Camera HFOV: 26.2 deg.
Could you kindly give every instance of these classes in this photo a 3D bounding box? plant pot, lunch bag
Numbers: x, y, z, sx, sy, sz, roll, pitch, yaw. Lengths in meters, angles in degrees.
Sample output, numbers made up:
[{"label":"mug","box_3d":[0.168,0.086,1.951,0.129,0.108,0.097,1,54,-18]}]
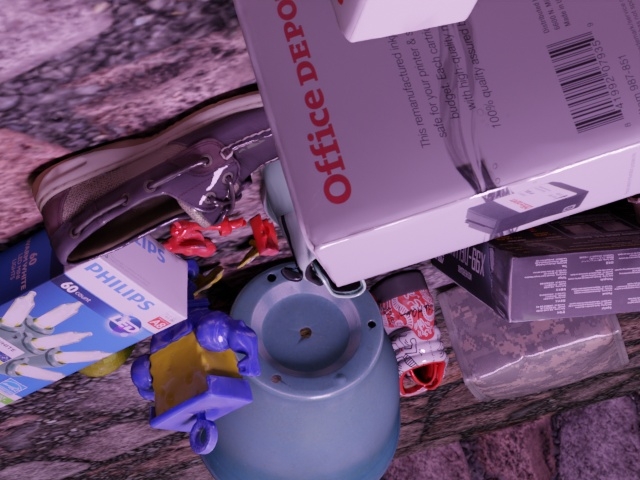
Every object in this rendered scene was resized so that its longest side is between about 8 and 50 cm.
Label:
[{"label":"plant pot","box_3d":[-0.023,0.165,1.683,0.271,0.272,0.255,-13,151,-11]},{"label":"lunch bag","box_3d":[0.320,0.138,2.021,0.235,0.169,0.287,-19,157,8]}]

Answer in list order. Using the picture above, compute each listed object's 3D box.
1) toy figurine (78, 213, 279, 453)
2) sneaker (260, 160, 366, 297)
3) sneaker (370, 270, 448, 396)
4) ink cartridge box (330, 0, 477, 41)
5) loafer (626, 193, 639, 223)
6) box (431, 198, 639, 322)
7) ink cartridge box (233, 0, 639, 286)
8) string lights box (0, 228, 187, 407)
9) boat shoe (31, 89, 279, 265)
[{"label":"toy figurine","box_3d":[-0.183,0.140,1.513,0.362,0.217,0.191,-30,157,34]},{"label":"sneaker","box_3d":[-0.001,0.000,1.367,0.094,0.151,0.256,-19,163,4]},{"label":"sneaker","box_3d":[0.094,0.156,1.910,0.090,0.145,0.270,-9,161,-22]},{"label":"ink cartridge box","box_3d":[0.050,-0.226,0.757,0.086,0.148,0.203,-13,163,-16]},{"label":"loafer","box_3d":[0.414,-0.145,1.374,0.130,0.134,0.366,34,136,-7]},{"label":"box","box_3d":[0.307,0.012,1.544,0.307,0.077,0.242,-4,-165,-15]},{"label":"ink cartridge box","box_3d":[0.116,-0.124,0.991,0.307,0.223,0.129,-18,162,4]},{"label":"string lights box","box_3d":[-0.274,0.067,1.384,0.259,0.077,0.133,-26,136,26]},{"label":"boat shoe","box_3d":[-0.112,-0.053,1.207,0.285,0.092,0.103,-18,162,5]}]
